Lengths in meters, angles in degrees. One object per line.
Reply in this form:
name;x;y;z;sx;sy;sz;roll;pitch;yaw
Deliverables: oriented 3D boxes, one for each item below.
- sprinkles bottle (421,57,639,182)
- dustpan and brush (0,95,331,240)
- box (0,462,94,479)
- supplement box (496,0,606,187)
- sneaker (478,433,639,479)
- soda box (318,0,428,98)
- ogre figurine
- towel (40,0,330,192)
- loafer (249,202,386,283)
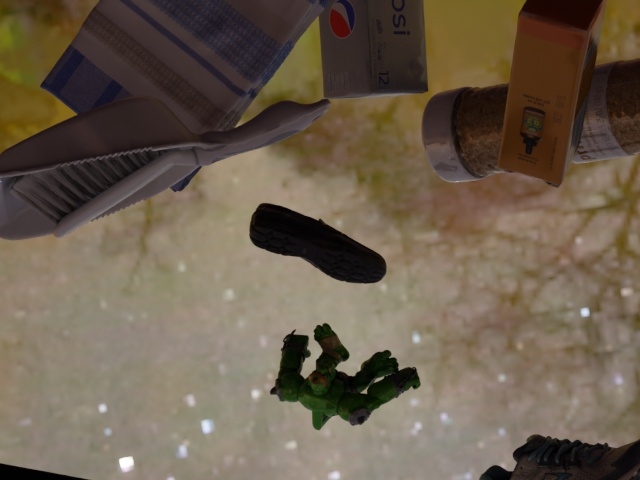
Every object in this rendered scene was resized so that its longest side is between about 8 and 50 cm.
sprinkles bottle;0.300;-0.151;1.901;0.355;0.121;0.121;-7;-168;37
dustpan and brush;-0.095;-0.049;0.891;0.211;0.060;0.147;-31;173;-14
box;-0.210;0.252;1.172;0.156;0.158;0.093;12;-130;-4
supplement box;0.246;-0.167;1.649;0.078;0.233;0.080;19;-131;14
sneaker;0.312;0.307;2.018;0.283;0.122;0.110;-35;169;38
soda box;0.058;-0.312;1.830;0.098;0.286;0.091;-7;-176;-40
ogre figurine;0.022;0.186;2.050;0.197;0.097;0.118;30;-132;10
towel;-0.146;-0.219;1.658;0.285;0.209;0.034;-52;173;8
loafer;0.000;0.000;2.363;0.223;0.076;0.078;21;-136;-9
